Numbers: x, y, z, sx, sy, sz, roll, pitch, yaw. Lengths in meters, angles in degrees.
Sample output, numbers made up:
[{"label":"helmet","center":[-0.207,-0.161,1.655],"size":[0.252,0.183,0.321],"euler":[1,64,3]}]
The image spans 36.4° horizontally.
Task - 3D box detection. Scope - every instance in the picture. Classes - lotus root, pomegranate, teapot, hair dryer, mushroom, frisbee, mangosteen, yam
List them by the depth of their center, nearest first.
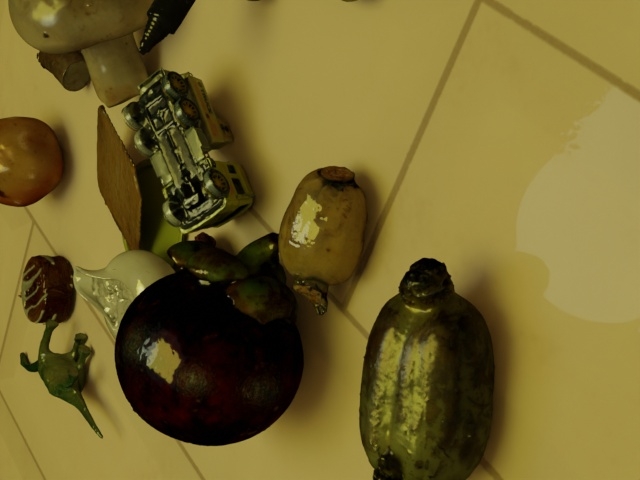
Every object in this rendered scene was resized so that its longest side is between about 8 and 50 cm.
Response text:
[{"label":"lotus root","center":[0.135,0.174,1.224],"size":[0.173,0.173,0.309],"euler":[19,107,48]},{"label":"lotus root","center":[0.000,0.000,1.406],"size":[0.125,0.118,0.221],"euler":[45,123,60]},{"label":"mangosteen","center":[-0.161,0.160,1.480],"size":[0.311,0.311,0.311],"euler":[4,95,50]},{"label":"hair dryer","center":[-0.199,-0.441,1.522],"size":[0.189,0.107,0.352],"euler":[22,77,50]},{"label":"teapot","center":[-0.327,0.124,1.773],"size":[0.298,0.139,0.204],"euler":[33,121,37]},{"label":"mushroom","center":[-0.414,-0.405,1.805],"size":[0.292,0.292,0.290],"euler":[32,145,45]},{"label":"frisbee","center":[-0.321,-0.038,1.861],"size":[0.236,0.017,0.236],"euler":[4,96,50]},{"label":"yam","center":[-0.540,-0.375,2.063],"size":[0.127,0.084,0.084],"euler":[41,122,37]},{"label":"pomegranate","center":[-0.664,-0.176,2.135],"size":[0.209,0.209,0.209],"euler":[4,95,50]}]

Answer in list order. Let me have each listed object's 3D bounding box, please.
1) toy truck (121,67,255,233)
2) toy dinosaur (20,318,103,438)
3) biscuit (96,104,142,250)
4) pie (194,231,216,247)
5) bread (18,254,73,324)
[{"label":"toy truck","center":[-0.208,-0.150,1.621],"size":[0.124,0.157,0.272],"euler":[-31,75,29]},{"label":"toy dinosaur","center":[-0.590,0.329,2.153],"size":[0.301,0.087,0.447],"euler":[-60,43,32]},{"label":"biscuit","center":[-0.386,-0.110,1.859],"size":[0.232,0.013,0.237],"euler":[57,150,32]},{"label":"pie","center":[-0.204,0.061,1.669],"size":[0.154,0.036,0.154],"euler":[-175,90,-78]},{"label":"bread","center":[-0.614,0.112,2.176],"size":[0.160,0.073,0.161],"euler":[3,94,51]}]
